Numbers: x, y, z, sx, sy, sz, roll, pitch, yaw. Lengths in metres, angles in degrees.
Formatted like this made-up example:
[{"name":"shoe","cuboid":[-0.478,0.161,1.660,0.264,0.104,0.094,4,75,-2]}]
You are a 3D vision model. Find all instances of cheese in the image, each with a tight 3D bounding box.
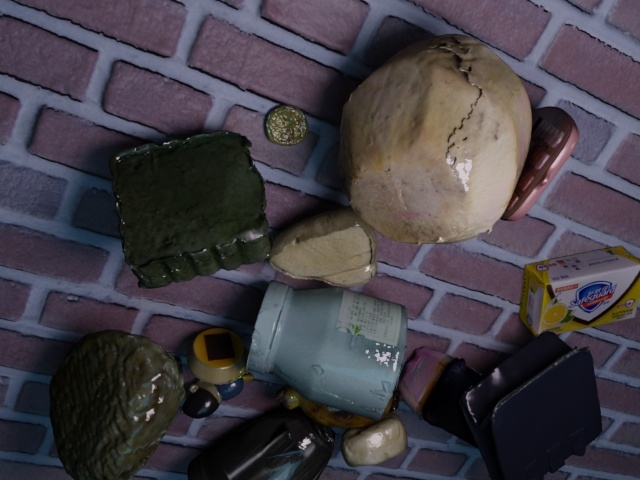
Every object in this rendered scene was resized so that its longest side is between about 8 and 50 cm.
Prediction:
[{"name":"cheese","cuboid":[0.128,0.476,1.501,0.159,0.263,0.093,-21,80,2]}]

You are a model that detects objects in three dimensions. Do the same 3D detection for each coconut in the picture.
[{"name":"coconut","cuboid":[0.202,-0.173,1.078,0.353,0.352,0.352,-7,121,-11]}]

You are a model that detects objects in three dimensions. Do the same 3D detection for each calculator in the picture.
[{"name":"calculator","cuboid":[0.386,-0.141,1.147,0.048,0.329,0.220,32,110,-2]}]

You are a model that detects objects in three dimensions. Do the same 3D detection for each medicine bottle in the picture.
[{"name":"medicine bottle","cuboid":[0.009,0.213,1.279,0.290,0.245,0.244,15,116,-1]}]

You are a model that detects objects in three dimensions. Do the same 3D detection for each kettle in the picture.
[{"name":"kettle","cuboid":[-0.100,0.538,1.501,0.324,0.228,0.321,-36,148,3]}]

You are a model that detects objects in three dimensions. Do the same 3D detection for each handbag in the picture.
[{"name":"handbag","cuboid":[0.500,0.413,1.453,0.303,0.122,0.329,-31,117,-15]}]

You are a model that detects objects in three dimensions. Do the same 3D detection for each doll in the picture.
[{"name":"doll","cuboid":[-0.238,0.338,1.408,0.179,0.089,0.102,-33,126,-23]}]

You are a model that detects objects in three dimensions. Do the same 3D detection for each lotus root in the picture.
[{"name":"lotus root","cuboid":[0.051,0.349,1.432,0.314,0.169,0.141,2,113,-20]}]

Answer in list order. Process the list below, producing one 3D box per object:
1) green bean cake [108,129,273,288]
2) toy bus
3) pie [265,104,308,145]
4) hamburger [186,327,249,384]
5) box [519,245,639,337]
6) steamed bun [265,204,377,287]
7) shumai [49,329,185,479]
[{"name":"green bean cake","cuboid":[-0.219,-0.058,1.078,0.255,0.241,0.132,-16,153,-7]},{"name":"toy bus","cuboid":[0.371,0.404,1.550,0.386,0.162,0.171,35,89,-30]},{"name":"pie","cuboid":[-0.062,-0.214,1.160,0.084,0.021,0.084,-4,119,-8]},{"name":"hamburger","cuboid":[-0.215,0.251,1.332,0.141,0.126,0.081,-15,137,-31]},{"name":"box","cuboid":[0.623,0.123,1.494,0.265,0.097,0.168,-9,122,-9]},{"name":"steamed bun","cuboid":[0.023,0.011,1.267,0.231,0.110,0.212,-18,141,21]},{"name":"shumai","cuboid":[-0.359,0.317,1.273,0.330,0.292,0.288,-52,148,18]}]
